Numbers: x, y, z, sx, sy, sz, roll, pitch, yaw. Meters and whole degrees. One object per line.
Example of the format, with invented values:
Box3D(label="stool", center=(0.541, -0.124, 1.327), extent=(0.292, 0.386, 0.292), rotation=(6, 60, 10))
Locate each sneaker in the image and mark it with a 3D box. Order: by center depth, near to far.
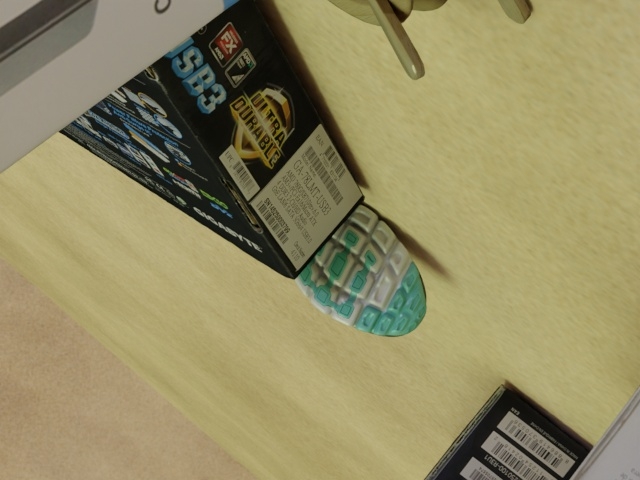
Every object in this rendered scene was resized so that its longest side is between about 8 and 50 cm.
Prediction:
Box3D(label="sneaker", center=(0.000, 0.000, 0.902), extent=(0.166, 0.065, 0.076), rotation=(38, -177, 23))

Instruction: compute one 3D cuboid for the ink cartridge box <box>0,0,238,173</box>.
Box3D(label="ink cartridge box", center=(-0.159, -0.123, 0.371), extent=(0.197, 0.270, 0.198), rotation=(30, 148, 34))

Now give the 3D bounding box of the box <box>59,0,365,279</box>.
Box3D(label="box", center=(-0.141, -0.135, 0.793), extent=(0.295, 0.073, 0.293), rotation=(31, 163, 34))

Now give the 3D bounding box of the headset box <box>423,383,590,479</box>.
Box3D(label="headset box", center=(0.168, 0.248, 1.053), extent=(0.246, 0.131, 0.283), rotation=(38, 167, 11))

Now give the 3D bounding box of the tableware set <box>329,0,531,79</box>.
Box3D(label="tableware set", center=(-0.022, -0.139, 0.527), extent=(0.128, 0.039, 0.194), rotation=(24, 159, 49))

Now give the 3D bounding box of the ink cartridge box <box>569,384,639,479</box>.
Box3D(label="ink cartridge box", center=(0.244, 0.200, 0.705), extent=(0.309, 0.130, 0.272), rotation=(37, 167, 13))
